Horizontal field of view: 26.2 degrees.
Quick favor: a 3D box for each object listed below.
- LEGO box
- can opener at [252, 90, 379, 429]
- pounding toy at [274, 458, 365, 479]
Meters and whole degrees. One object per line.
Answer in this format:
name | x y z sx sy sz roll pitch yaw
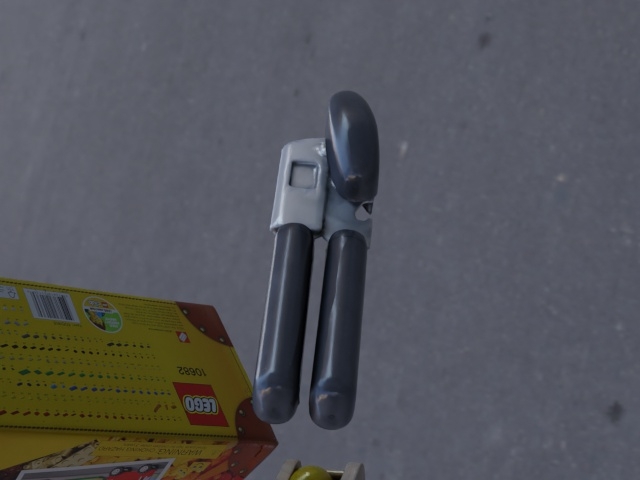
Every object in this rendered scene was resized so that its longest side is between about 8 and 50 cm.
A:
LEGO box | -0.357 0.224 1.366 0.372 0.500 0.193 -48 53 27
can opener | 0.000 0.000 0.971 0.283 0.076 0.095 -84 0 -49
pounding toy | -0.067 0.271 1.191 0.269 0.155 0.154 -49 -45 -62
